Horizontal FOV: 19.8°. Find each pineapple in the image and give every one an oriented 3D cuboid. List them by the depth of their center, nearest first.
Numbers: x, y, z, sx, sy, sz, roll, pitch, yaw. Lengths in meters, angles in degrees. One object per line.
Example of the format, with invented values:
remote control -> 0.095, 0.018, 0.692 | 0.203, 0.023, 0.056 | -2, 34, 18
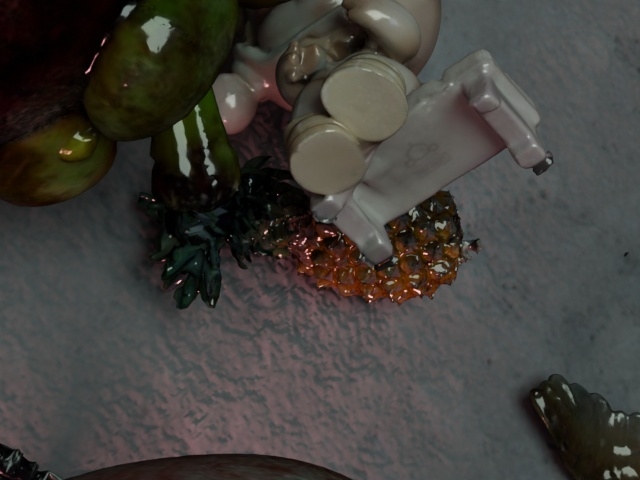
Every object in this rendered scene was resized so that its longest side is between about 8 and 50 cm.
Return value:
pineapple -> -0.001, 0.000, 1.138 | 0.221, 0.083, 0.103 | 5, 77, -23

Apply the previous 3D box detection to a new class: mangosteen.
mangosteen -> -0.170, -0.179, 0.962 | 0.330, 0.330, 0.330 | 5, 78, -25

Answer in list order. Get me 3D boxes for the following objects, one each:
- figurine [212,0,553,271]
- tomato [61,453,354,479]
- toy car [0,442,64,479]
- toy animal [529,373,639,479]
figurine -> 0.027, -0.116, 1.094 | 0.144, 0.182, 0.256 | 22, 32, -29
tomato -> -0.055, 0.250, 0.851 | 0.317, 0.282, 0.316 | 4, 66, -10
toy car -> -0.170, 0.177, 1.012 | 0.191, 0.100, 0.097 | 32, 69, -15
toy animal -> 0.268, 0.179, 1.211 | 0.273, 0.160, 0.197 | 10, 78, -17
